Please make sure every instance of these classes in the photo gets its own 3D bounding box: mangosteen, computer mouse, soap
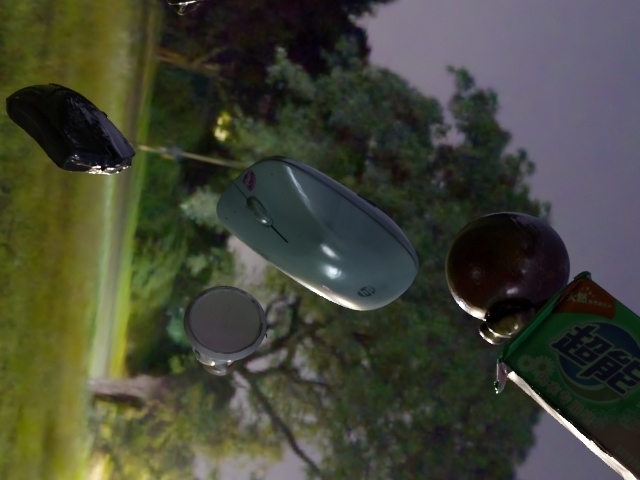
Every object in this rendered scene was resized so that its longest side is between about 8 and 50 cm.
[{"bbox_3d":[0.323,0.078,1.653,0.215,0.215,0.257,118,-26,-62],"label":"mangosteen"},{"bbox_3d":[-0.352,-0.166,1.350,0.122,0.217,0.073,-6,131,-53],"label":"computer mouse"},{"bbox_3d":[0.000,0.005,1.291,0.159,0.288,0.097,-40,-148,36],"label":"computer mouse"},{"bbox_3d":[0.373,0.181,1.176,0.218,0.273,0.098,-44,155,-8],"label":"soap"}]

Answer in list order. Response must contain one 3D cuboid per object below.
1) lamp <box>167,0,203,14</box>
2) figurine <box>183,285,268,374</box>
[{"bbox_3d":[-0.147,-0.363,0.976,0.180,0.180,0.258,-95,172,-65],"label":"lamp"},{"bbox_3d":[-0.155,0.159,1.537,0.153,0.132,0.132,109,-10,-58],"label":"figurine"}]
